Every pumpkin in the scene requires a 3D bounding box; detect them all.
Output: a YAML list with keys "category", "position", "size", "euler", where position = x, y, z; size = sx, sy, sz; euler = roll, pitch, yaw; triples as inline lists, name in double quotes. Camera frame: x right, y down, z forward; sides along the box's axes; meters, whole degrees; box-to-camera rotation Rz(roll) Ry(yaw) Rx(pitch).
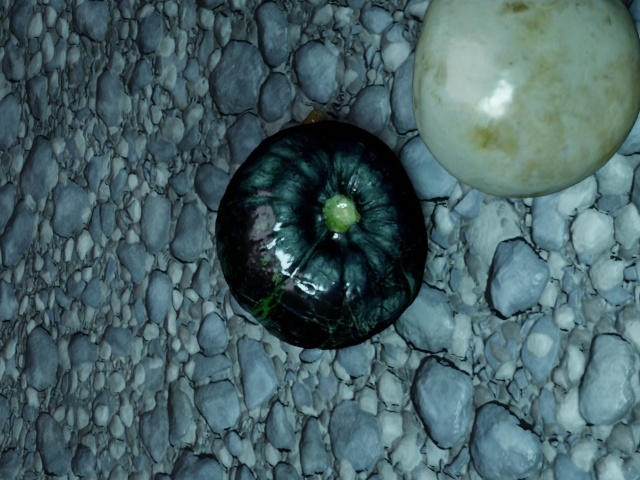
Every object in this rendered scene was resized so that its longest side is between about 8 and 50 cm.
- category: "pumpkin"
  position: [0.000, 0.000, 1.545]
  size: [0.238, 0.315, 0.315]
  euler: [-38, 61, 60]

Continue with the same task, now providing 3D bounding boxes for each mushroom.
- category: "mushroom"
  position: [0.225, -0.200, 1.358]
  size: [0.290, 0.297, 0.297]
  euler: [-161, 78, -66]

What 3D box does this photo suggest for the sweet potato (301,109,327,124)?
- category: "sweet potato"
  position: [-0.023, -0.073, 1.705]
  size: [0.097, 0.097, 0.251]
  euler: [11, 91, 43]
